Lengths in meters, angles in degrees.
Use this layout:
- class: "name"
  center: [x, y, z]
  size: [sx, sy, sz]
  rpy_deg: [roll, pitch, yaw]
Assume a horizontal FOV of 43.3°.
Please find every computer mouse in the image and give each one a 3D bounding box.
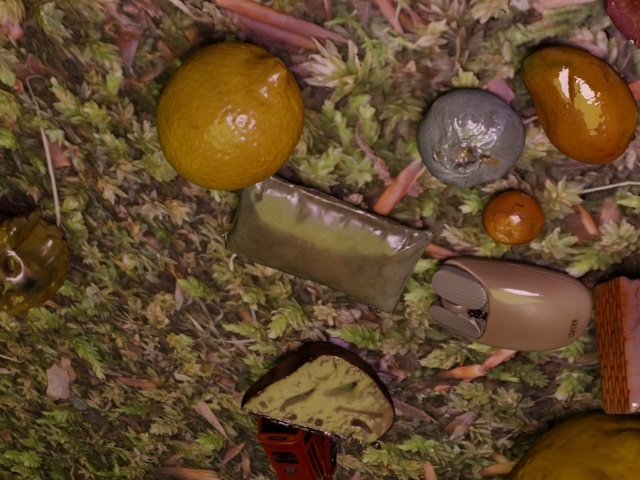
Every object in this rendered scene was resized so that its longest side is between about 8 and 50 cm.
- class: "computer mouse"
  center: [0.281, 0.098, 1.204]
  size: [0.236, 0.082, 0.145]
  rpy_deg: [11, 133, 10]

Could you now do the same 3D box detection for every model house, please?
- class: "model house"
  center: [0.502, 0.126, 1.092]
  size: [0.236, 0.202, 0.237]
  rpy_deg: [0, 168, -27]

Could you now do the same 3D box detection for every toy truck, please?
- class: "toy truck"
  center: [-0.050, 0.384, 1.551]
  size: [0.107, 0.114, 0.253]
  rpy_deg: [-2, 129, 21]

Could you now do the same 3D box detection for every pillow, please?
- class: "pillow"
  center: [0.000, 0.000, 1.225]
  size: [0.302, 0.075, 0.185]
  rpy_deg: [21, 132, 0]

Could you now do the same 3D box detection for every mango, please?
- class: "mango"
  center: [0.313, -0.165, 0.962]
  size: [0.115, 0.089, 0.165]
  rpy_deg: [-9, 123, 38]

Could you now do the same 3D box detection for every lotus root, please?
- class: "lotus root"
  center: [0.009, 0.266, 1.421]
  size: [0.260, 0.074, 0.170]
  rpy_deg: [21, 110, -6]

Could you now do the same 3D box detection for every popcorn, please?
- class: "popcorn"
  center: [-0.545, 0.030, 1.395]
  size: [0.169, 0.218, 0.189]
  rpy_deg: [35, 135, 55]

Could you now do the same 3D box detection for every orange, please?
- class: "orange"
  center: [0.264, -0.032, 1.104]
  size: [0.083, 0.070, 0.083]
  rpy_deg: [19, 143, 15]

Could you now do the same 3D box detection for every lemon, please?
- class: "lemon"
  center: [0.457, 0.441, 1.261]
  size: [0.349, 0.350, 0.387]
  rpy_deg: [18, 110, 4]
- class: "lemon"
  center: [-0.120, -0.159, 1.058]
  size: [0.187, 0.187, 0.244]
  rpy_deg: [42, 136, -17]

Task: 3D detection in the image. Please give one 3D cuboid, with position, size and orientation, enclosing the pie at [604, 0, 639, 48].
- class: "pie"
  center: [0.381, -0.273, 0.873]
  size: [0.153, 0.038, 0.154]
  rpy_deg: [10, 134, 10]

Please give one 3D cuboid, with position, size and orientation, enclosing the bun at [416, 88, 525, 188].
- class: "bun"
  center: [0.192, -0.125, 1.040]
  size: [0.140, 0.083, 0.141]
  rpy_deg: [9, 129, 11]
